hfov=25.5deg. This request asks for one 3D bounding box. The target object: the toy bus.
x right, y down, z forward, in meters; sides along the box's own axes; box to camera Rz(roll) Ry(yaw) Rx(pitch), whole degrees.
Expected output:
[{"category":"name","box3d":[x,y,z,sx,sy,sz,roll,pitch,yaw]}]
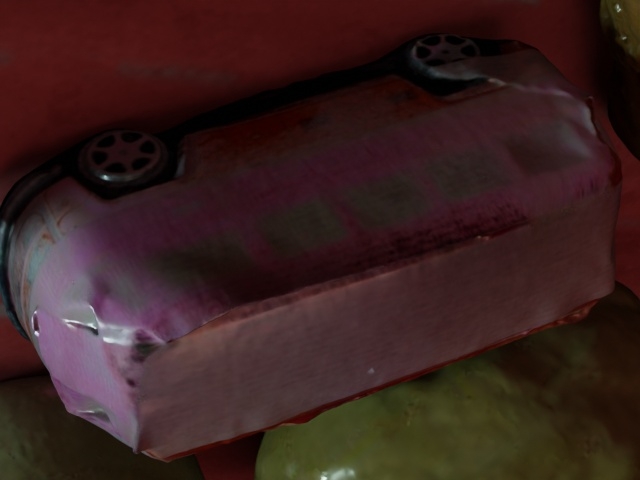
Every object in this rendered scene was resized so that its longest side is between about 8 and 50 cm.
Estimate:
[{"category":"toy bus","box3d":[0.000,0.000,0.703,0.303,0.147,0.127,-19,136,-20]}]

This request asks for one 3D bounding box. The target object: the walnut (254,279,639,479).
[{"category":"walnut","box3d":[0.096,0.143,0.847,0.277,0.282,0.253,-24,105,-1]}]

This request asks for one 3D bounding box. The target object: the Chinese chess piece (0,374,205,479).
[{"category":"Chinese chess piece","box3d":[-0.177,0.180,0.817,0.238,0.092,0.237,-21,143,-17]}]

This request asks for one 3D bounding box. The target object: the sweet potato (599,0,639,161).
[{"category":"sweet potato","box3d":[0.196,-0.113,0.750,0.354,0.095,0.106,63,44,-57]}]
